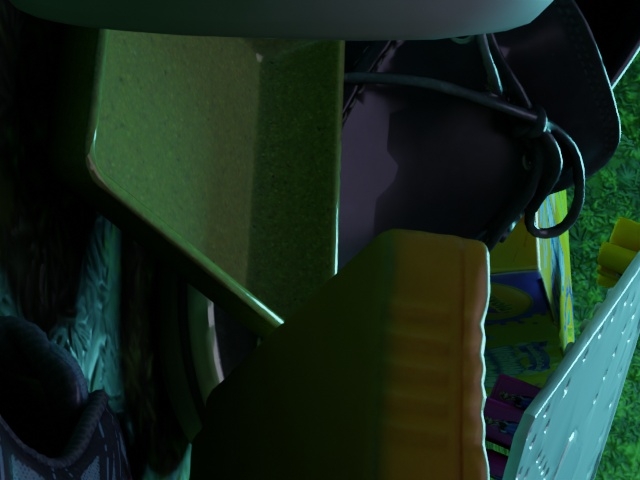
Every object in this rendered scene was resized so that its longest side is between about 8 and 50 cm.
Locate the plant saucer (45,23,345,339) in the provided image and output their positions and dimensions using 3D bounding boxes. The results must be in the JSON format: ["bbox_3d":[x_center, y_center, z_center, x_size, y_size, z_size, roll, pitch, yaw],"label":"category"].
[{"bbox_3d":[-0.054,-0.060,0.725,0.188,0.045,0.188,42,42,-49],"label":"plant saucer"}]

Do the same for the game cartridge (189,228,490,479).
[{"bbox_3d":[-0.008,0.189,0.622,0.285,0.053,0.323,135,-38,-66],"label":"game cartridge"}]

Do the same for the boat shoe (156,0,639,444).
[{"bbox_3d":[0.074,-0.082,0.924,0.500,0.156,0.186,-55,138,-35],"label":"boat shoe"}]

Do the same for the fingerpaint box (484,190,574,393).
[{"bbox_3d":[0.136,-0.080,1.575,0.445,0.163,0.371,53,34,-70],"label":"fingerpaint box"}]

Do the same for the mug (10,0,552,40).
[{"bbox_3d":[0.039,-0.229,0.494,0.276,0.374,0.328,-99,-169,-76],"label":"mug"}]

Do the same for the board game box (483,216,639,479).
[{"bbox_3d":[0.185,0.215,1.482,0.390,0.050,0.389,-42,149,-54],"label":"board game box"}]

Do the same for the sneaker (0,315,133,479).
[{"bbox_3d":[-0.076,0.085,0.508,0.262,0.104,0.125,42,43,-77],"label":"sneaker"}]
